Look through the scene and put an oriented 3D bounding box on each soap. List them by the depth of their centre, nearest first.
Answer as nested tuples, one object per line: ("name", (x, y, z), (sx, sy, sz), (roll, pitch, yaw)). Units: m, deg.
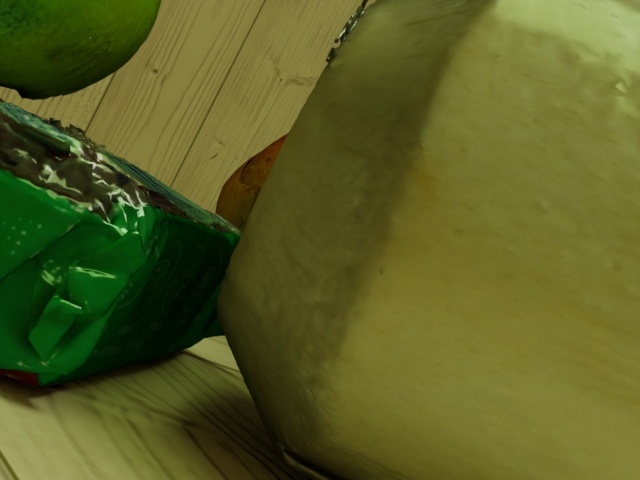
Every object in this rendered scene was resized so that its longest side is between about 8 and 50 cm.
("soap", (-0.134, -0.008, 0.495), (0.218, 0.098, 0.273), (27, 1, 6))

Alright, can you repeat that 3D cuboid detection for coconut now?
("coconut", (0.121, 0.022, 0.475), (0.323, 0.323, 0.323), (27, 1, 0))

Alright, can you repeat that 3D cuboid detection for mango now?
("mango", (-0.133, -0.113, 0.432), (0.119, 0.100, 0.178), (-14, 10, 0))

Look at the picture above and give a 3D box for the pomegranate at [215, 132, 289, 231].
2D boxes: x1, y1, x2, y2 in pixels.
("pomegranate", (0.000, 0.000, 0.859), (0.210, 0.210, 0.235), (27, 36, 27))
